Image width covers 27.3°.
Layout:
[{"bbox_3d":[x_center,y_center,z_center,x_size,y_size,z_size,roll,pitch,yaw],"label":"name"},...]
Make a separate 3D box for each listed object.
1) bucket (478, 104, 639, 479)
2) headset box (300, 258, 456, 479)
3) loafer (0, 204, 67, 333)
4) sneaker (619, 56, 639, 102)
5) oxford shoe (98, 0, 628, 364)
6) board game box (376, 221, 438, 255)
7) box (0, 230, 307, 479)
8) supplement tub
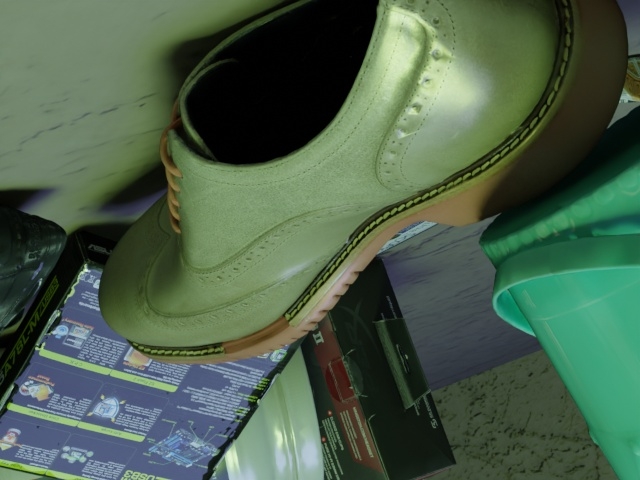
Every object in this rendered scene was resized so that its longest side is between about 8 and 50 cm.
[{"bbox_3d":[0.221,0.006,0.618,0.281,0.183,0.281,-36,-179,0],"label":"bucket"},{"bbox_3d":[-0.015,0.161,1.302,0.293,0.218,0.110,-30,165,39],"label":"headset box"},{"bbox_3d":[-0.227,0.044,0.834,0.078,0.076,0.223,0,155,-34],"label":"loafer"},{"bbox_3d":[0.202,-0.108,0.923,0.083,0.032,0.037,-7,177,-24],"label":"sneaker"},{"bbox_3d":[-0.032,-0.045,0.700,0.146,0.141,0.397,18,145,-33],"label":"oxford shoe"},{"bbox_3d":[0.000,0.000,1.063,0.201,0.035,0.136,-28,164,36],"label":"board game box"},{"bbox_3d":[-0.133,0.100,0.953,0.190,0.045,0.184,19,116,-33],"label":"box"},{"bbox_3d":[-0.148,0.161,1.136,0.272,0.191,0.191,-12,166,-8],"label":"supplement tub"}]
